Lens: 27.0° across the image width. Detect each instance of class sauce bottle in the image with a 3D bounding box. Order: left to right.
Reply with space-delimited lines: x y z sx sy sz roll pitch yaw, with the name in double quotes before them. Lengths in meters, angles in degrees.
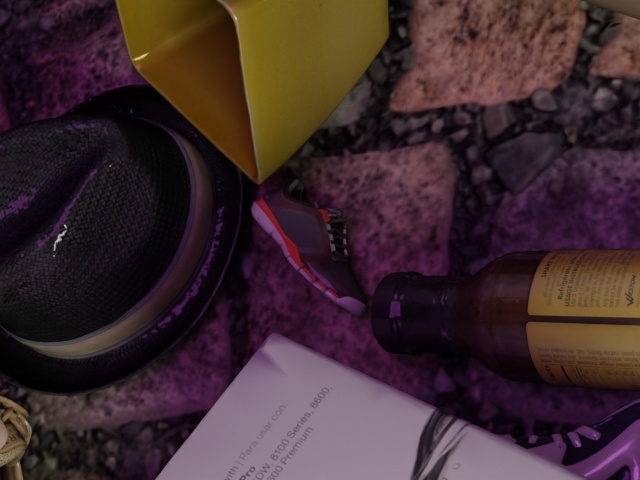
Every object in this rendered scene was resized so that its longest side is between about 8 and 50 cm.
"sauce bottle" 0.197 0.058 1.031 0.344 0.111 0.111 2 75 37

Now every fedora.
"fedora" -0.243 -0.018 1.265 0.334 0.152 0.334 -8 71 25

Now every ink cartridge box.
"ink cartridge box" 0.106 0.263 0.899 0.394 0.285 0.166 22 61 32

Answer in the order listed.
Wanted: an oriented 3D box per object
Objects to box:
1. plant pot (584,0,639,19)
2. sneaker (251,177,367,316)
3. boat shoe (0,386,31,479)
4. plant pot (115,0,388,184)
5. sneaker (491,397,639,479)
"plant pot" 0.260 -0.303 1.035 0.280 0.323 0.323 38 93 15
"sneaker" 0.000 0.000 1.191 0.065 0.061 0.158 -42 61 2
"boat shoe" -0.305 0.172 1.172 0.110 0.121 0.341 -6 93 19
"plant pot" -0.054 -0.220 1.197 0.187 0.212 0.212 -34 57 -21
"sneaker" 0.187 0.163 1.011 0.235 0.094 0.153 29 68 22
